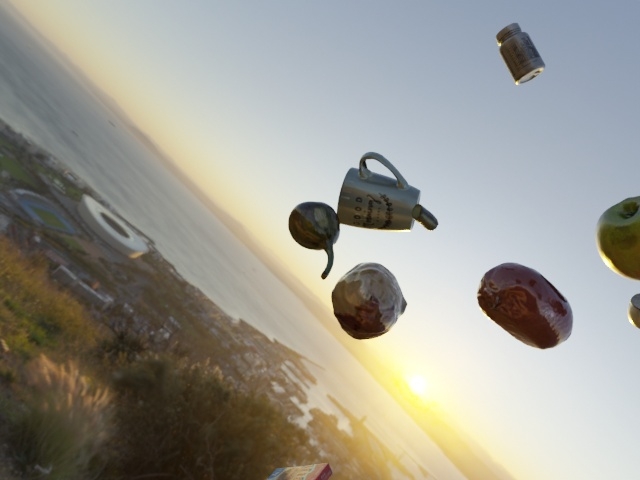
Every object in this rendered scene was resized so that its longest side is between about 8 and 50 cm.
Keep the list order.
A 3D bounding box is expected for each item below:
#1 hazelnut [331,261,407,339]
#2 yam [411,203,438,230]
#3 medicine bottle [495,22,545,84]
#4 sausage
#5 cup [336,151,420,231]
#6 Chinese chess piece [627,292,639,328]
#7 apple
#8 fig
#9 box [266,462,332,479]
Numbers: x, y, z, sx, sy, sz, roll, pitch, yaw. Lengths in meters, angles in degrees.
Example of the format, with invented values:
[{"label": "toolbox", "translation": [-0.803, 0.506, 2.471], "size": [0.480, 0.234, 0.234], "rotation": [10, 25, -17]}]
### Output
[{"label": "hazelnut", "translation": [0.158, 0.190, 1.425], "size": [0.241, 0.261, 0.261], "rotation": [3, -14, 8]}, {"label": "yam", "translation": [0.273, -0.060, 1.172], "size": [0.094, 0.043, 0.043], "rotation": [28, 6, -41]}, {"label": "medicine bottle", "translation": [0.512, -0.483, 1.152], "size": [0.079, 0.079, 0.140], "rotation": [79, -12, -80]}, {"label": "sausage", "translation": [0.438, 0.138, 0.943], "size": [0.254, 0.148, 0.148], "rotation": [41, -3, -30]}, {"label": "cup", "translation": [0.188, -0.148, 1.386], "size": [0.234, 0.186, 0.258], "rotation": [12, -50, 15]}, {"label": "Chinese chess piece", "translation": [0.694, 0.147, 0.901], "size": [0.122, 0.122, 0.051], "rotation": [-148, -135, -66]}, {"label": "apple", "translation": [0.895, -0.015, 1.234], "size": [0.226, 0.246, 0.246], "rotation": [36, -4, -11]}, {"label": "fig", "translation": [0.000, 0.000, 1.179], "size": [0.149, 0.149, 0.245], "rotation": [51, 12, -49]}, {"label": "box", "translation": [-0.129, 0.885, 1.553], "size": [0.273, 0.265, 0.048], "rotation": [-22, 88, -59]}]
